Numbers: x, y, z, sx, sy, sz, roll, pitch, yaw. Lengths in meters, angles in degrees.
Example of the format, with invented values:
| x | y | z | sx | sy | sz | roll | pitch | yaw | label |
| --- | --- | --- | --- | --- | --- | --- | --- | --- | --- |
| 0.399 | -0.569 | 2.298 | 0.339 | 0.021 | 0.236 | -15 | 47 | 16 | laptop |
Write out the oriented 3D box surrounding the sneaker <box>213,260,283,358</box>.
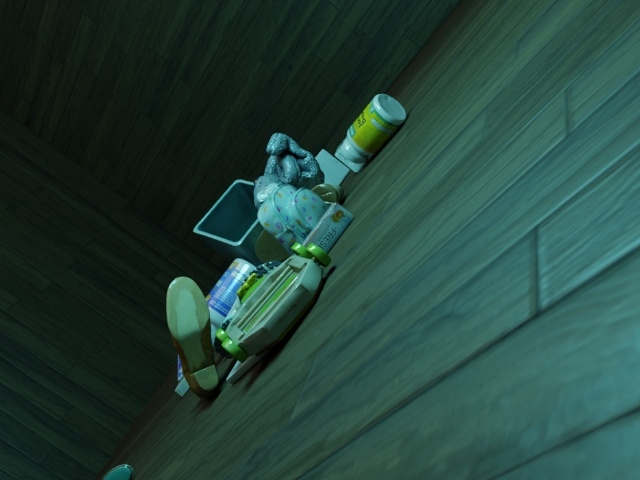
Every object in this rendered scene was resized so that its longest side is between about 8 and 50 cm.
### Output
| x | y | z | sx | sy | sz | roll | pitch | yaw | label |
| --- | --- | --- | --- | --- | --- | --- | --- | --- | --- |
| -0.184 | 0.173 | 1.562 | 0.283 | 0.110 | 0.122 | -54 | 3 | -12 | sneaker |

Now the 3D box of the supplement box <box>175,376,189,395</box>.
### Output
| x | y | z | sx | sy | sz | roll | pitch | yaw | label |
| --- | --- | --- | --- | --- | --- | --- | --- | --- | --- |
| -0.462 | 0.488 | 2.100 | 0.098 | 0.036 | 0.062 | -52 | 7 | 7 | supplement box |

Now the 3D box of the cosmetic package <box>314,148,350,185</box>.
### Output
| x | y | z | sx | sy | sz | roll | pitch | yaw | label |
| --- | --- | --- | --- | --- | --- | --- | --- | --- | --- |
| -0.035 | -0.184 | 2.265 | 0.224 | 0.138 | 0.224 | -44 | 13 | 54 | cosmetic package |

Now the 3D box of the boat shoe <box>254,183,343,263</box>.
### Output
| x | y | z | sx | sy | sz | roll | pitch | yaw | label |
| --- | --- | --- | --- | --- | --- | --- | --- | --- | --- |
| -0.059 | -0.045 | 1.838 | 0.341 | 0.121 | 0.110 | -39 | -6 | 23 | boat shoe |

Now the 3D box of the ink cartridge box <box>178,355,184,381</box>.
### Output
| x | y | z | sx | sy | sz | roll | pitch | yaw | label |
| --- | --- | --- | --- | --- | --- | --- | --- | --- | --- |
| -0.490 | 0.413 | 2.344 | 0.206 | 0.045 | 0.208 | -51 | 31 | 20 | ink cartridge box |

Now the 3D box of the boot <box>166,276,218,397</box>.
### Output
| x | y | z | sx | sy | sz | roll | pitch | yaw | label |
| --- | --- | --- | --- | --- | --- | --- | --- | --- | --- |
| -0.329 | 0.252 | 1.503 | 0.104 | 0.295 | 0.211 | -14 | -11 | -23 | boot |

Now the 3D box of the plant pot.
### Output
| x | y | z | sx | sy | sz | roll | pitch | yaw | label |
| --- | --- | --- | --- | --- | --- | --- | --- | --- | --- |
| -0.220 | -0.019 | 2.028 | 0.247 | 0.252 | 0.248 | 16 | 60 | 42 | plant pot |

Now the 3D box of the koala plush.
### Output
| x | y | z | sx | sy | sz | roll | pitch | yaw | label |
| --- | --- | --- | --- | --- | --- | --- | --- | --- | --- |
| -0.119 | -0.165 | 1.809 | 0.221 | 0.203 | 0.196 | -54 | -7 | -24 | koala plush |

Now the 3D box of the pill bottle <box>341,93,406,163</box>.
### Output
| x | y | z | sx | sy | sz | roll | pitch | yaw | label |
| --- | --- | --- | --- | --- | --- | --- | --- | --- | --- |
| 0.155 | -0.333 | 1.822 | 0.208 | 0.118 | 0.117 | -47 | 9 | 40 | pill bottle |

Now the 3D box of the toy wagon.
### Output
| x | y | z | sx | sy | sz | roll | pitch | yaw | label |
| --- | --- | --- | --- | --- | --- | --- | --- | --- | --- |
| -0.108 | 0.122 | 1.265 | 0.267 | 0.068 | 0.344 | -48 | 13 | -10 | toy wagon |

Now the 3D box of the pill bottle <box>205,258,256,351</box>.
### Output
| x | y | z | sx | sy | sz | roll | pitch | yaw | label |
| --- | --- | --- | --- | --- | --- | --- | --- | --- | --- |
| -0.280 | 0.203 | 1.848 | 0.272 | 0.152 | 0.152 | -54 | 7 | -17 | pill bottle |

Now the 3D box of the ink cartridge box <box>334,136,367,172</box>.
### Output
| x | y | z | sx | sy | sz | roll | pitch | yaw | label |
| --- | --- | --- | --- | --- | --- | --- | --- | --- | --- |
| 0.106 | -0.287 | 1.997 | 0.056 | 0.099 | 0.135 | -49 | 8 | 18 | ink cartridge box |

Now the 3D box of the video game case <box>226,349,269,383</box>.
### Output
| x | y | z | sx | sy | sz | roll | pitch | yaw | label |
| --- | --- | --- | --- | --- | --- | --- | --- | --- | --- |
| -0.123 | 0.212 | 1.309 | 0.190 | 0.022 | 0.173 | -47 | 9 | 45 | video game case |

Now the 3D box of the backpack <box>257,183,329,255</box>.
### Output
| x | y | z | sx | sy | sz | roll | pitch | yaw | label |
| --- | --- | --- | --- | --- | --- | --- | --- | --- | --- |
| -0.070 | -0.063 | 1.644 | 0.144 | 0.188 | 0.166 | -47 | 8 | 38 | backpack |

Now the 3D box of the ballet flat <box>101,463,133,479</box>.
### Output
| x | y | z | sx | sy | sz | roll | pitch | yaw | label |
| --- | --- | --- | --- | --- | --- | --- | --- | --- | --- |
| -0.623 | 0.737 | 1.771 | 0.213 | 0.072 | 0.068 | -52 | -2 | 2 | ballet flat |

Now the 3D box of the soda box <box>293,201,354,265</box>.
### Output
| x | y | z | sx | sy | sz | roll | pitch | yaw | label |
| --- | --- | --- | --- | --- | --- | --- | --- | --- | --- |
| 0.000 | 0.000 | 1.404 | 0.183 | 0.058 | 0.063 | -53 | 7 | -6 | soda box |
